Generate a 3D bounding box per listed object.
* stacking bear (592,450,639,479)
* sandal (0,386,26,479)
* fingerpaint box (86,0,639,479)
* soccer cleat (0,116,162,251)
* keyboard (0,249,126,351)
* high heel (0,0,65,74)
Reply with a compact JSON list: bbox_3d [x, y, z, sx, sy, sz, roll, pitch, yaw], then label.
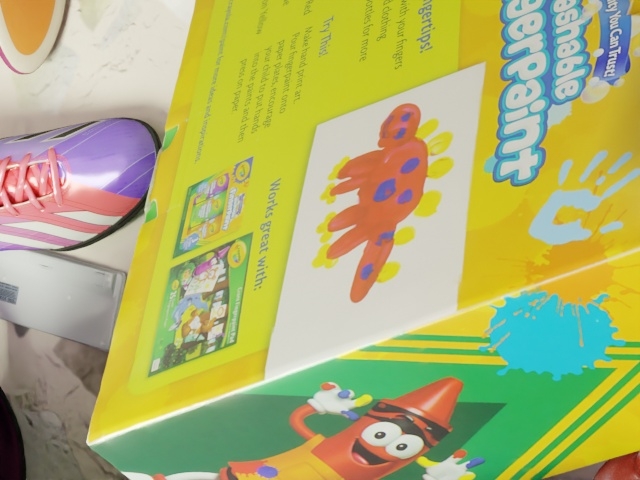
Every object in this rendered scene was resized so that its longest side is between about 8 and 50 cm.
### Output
[{"bbox_3d":[0.235,0.279,1.011,0.164,0.175,0.289,-3,77,22],"label":"stacking bear"},{"bbox_3d":[-0.319,0.177,1.322,0.107,0.167,0.446,-38,79,32],"label":"sandal"},{"bbox_3d":[0.079,-0.055,0.975,0.371,0.163,0.445,-22,39,27],"label":"fingerpaint box"},{"bbox_3d":[-0.287,-0.042,1.326,0.318,0.116,0.108,-12,75,25],"label":"soccer cleat"},{"bbox_3d":[-0.286,0.038,1.392,0.256,0.014,0.072,13,100,30],"label":"keyboard"},{"bbox_3d":[-0.294,-0.272,1.385,0.117,0.082,0.244,3,104,58],"label":"high heel"}]
